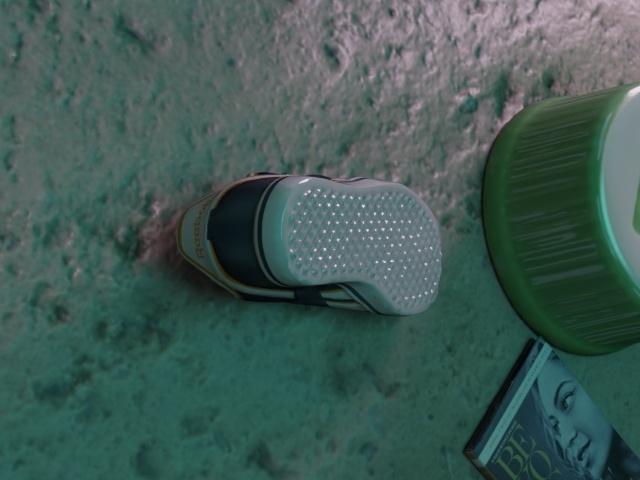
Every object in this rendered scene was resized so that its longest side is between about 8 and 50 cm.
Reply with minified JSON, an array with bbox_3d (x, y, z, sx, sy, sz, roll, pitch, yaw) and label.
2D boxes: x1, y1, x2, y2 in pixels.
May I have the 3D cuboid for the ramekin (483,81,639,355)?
[{"bbox_3d":[0.339,-0.029,1.218,0.303,0.148,0.303,8,76,-34],"label":"ramekin"}]

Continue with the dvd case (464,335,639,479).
[{"bbox_3d":[0.260,0.238,1.187,0.221,0.018,0.164,49,57,-17],"label":"dvd case"}]

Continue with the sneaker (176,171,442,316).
[{"bbox_3d":[0.000,0.000,0.995,0.321,0.127,0.126,18,75,-58],"label":"sneaker"}]
